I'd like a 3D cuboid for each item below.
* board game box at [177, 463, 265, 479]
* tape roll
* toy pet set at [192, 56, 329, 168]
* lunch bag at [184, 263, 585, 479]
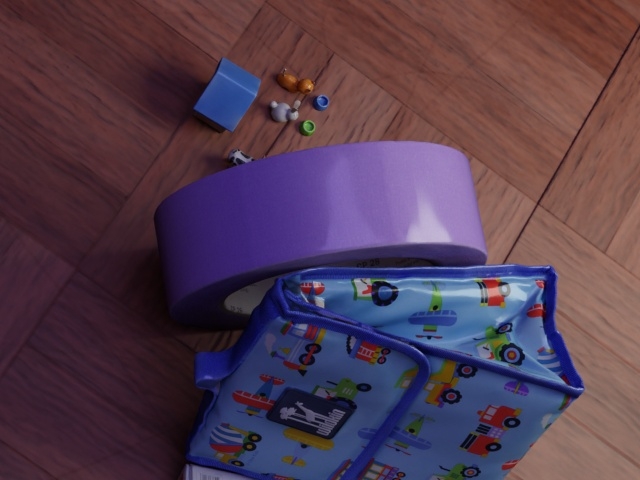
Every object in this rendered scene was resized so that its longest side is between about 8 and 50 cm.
[{"bbox_3d":[0.022,0.307,1.564,0.305,0.053,0.193,15,42,-16],"label":"board game box"},{"bbox_3d":[0.000,0.000,1.568,0.275,0.275,0.090,-5,75,-23],"label":"tape roll"},{"bbox_3d":[-0.053,-0.122,1.702,0.114,0.065,0.122,32,65,-10],"label":"toy pet set"},{"bbox_3d":[0.033,0.116,1.550,0.293,0.221,0.138,9,49,-22],"label":"lunch bag"}]
